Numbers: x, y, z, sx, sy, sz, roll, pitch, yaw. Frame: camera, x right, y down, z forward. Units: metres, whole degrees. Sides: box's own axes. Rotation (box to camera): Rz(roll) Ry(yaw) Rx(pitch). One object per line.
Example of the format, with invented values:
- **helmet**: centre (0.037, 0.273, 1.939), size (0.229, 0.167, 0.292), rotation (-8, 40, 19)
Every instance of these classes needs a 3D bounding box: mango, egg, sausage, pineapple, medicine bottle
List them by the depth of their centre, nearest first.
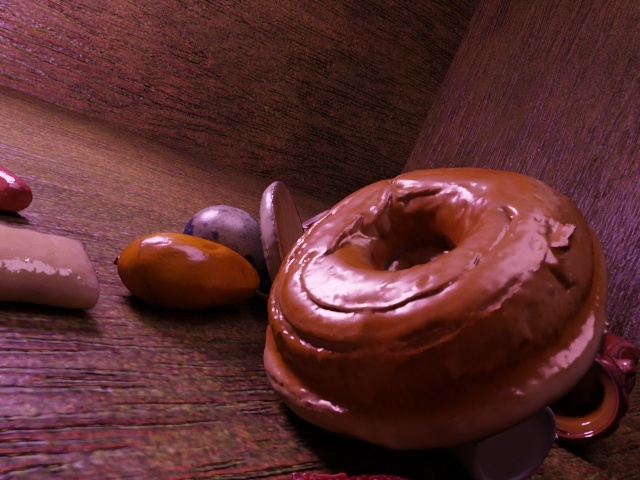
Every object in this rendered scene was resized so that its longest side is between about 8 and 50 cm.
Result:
- **medicine bottle**: centre (0.186, 0.206, 0.710), size (0.144, 0.144, 0.252), rotation (19, 14, -27)
- **mango**: centre (-0.184, 0.052, 0.767), size (0.227, 0.109, 0.147), rotation (15, -12, -41)
- **sausage**: centre (-0.542, -0.097, 0.844), size (0.154, 0.062, 0.062), rotation (29, 10, 22)
- **egg**: centre (-0.159, 0.014, 0.924), size (0.181, 0.141, 0.141), rotation (32, 5, -26)
- **pineapple**: centre (0.003, -0.001, 1.534), size (0.137, 0.161, 0.176), rotation (61, 3, -6)

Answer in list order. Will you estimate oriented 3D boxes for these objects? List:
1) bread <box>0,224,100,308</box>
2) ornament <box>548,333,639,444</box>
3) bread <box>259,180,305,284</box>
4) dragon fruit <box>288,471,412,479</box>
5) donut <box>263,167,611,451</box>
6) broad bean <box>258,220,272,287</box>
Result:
- **bread**: centre (-0.362, 0.026, 0.601), size (0.178, 0.060, 0.139), rotation (15, 12, -44)
- **ornament**: centre (0.477, 0.260, 0.955), size (0.221, 0.235, 0.217), rotation (-21, -10, 29)
- **bread**: centre (-0.060, 0.019, 0.940), size (0.040, 0.267, 0.267), rotation (-13, 5, 9)
- **dragon fruit**: centre (0.052, 0.222, 0.304), size (0.261, 0.163, 0.189), rotation (23, 42, -27)
- **donut**: centre (0.131, 0.059, 0.646), size (0.449, 0.449, 0.198), rotation (39, -25, 58)
- **broad bean**: centre (-0.123, 0.025, 1.101), size (0.169, 0.100, 0.228), rotation (18, 14, -29)
